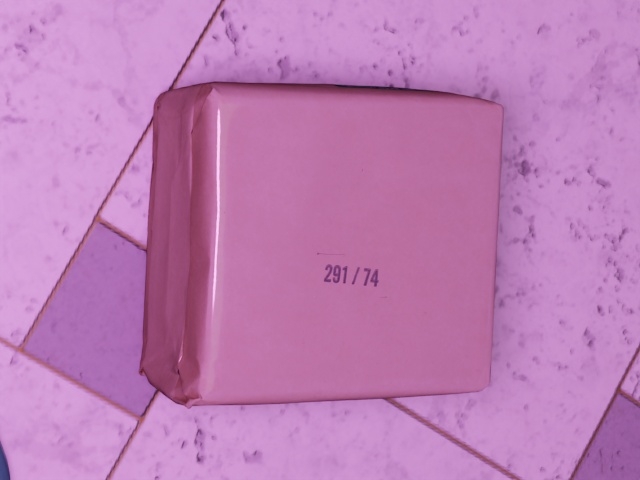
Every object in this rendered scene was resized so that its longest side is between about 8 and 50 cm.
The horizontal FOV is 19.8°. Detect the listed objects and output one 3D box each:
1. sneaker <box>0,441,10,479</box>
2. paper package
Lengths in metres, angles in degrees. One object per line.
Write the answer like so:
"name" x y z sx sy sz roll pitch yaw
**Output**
"sneaker" -0.318 0.279 1.702 0.108 0.121 0.302 -15 102 -25
"paper package" 0.000 0.000 1.808 0.325 0.168 0.309 0 96 -26
